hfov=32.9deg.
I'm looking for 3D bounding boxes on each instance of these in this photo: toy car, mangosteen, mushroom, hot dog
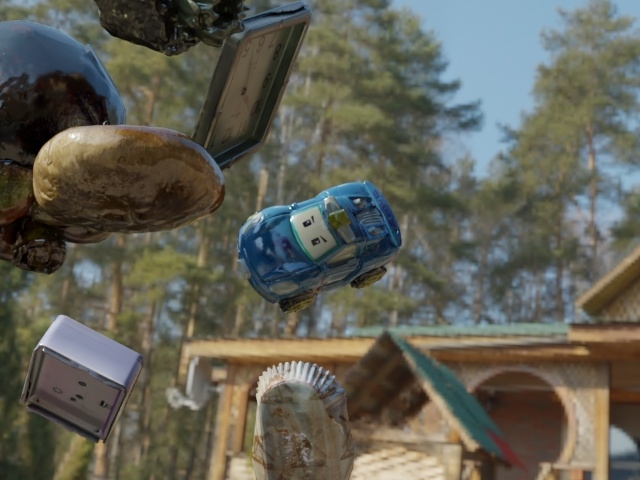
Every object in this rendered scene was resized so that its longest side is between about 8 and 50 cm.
[{"bbox_3d":[0.000,0.000,1.971,0.314,0.198,0.166,-16,-19,-30],"label":"toy car"},{"bbox_3d":[-0.491,-0.172,1.830,0.421,0.381,0.381,48,-20,5],"label":"mangosteen"},{"bbox_3d":[-0.277,-0.083,1.567,0.278,0.146,0.278,-4,-23,-2],"label":"mushroom"},{"bbox_3d":[-0.024,0.294,1.520,0.144,0.267,0.075,0,19,-2],"label":"hot dog"}]

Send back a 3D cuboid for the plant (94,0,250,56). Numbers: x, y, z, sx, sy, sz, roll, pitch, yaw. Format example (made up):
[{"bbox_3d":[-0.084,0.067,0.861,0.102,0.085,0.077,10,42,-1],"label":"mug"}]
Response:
[{"bbox_3d":[-0.193,-0.317,1.409,0.195,0.129,0.132,8,-48,30],"label":"plant"}]

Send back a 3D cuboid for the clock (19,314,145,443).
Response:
[{"bbox_3d":[-0.346,0.203,1.561,0.145,0.073,0.193,28,-38,-3],"label":"clock"}]

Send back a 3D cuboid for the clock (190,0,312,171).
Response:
[{"bbox_3d":[-0.121,-0.241,1.731,0.049,0.278,0.273,29,27,12],"label":"clock"}]
